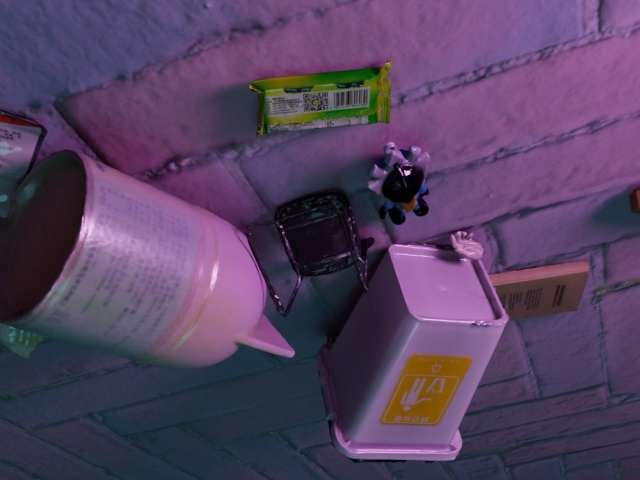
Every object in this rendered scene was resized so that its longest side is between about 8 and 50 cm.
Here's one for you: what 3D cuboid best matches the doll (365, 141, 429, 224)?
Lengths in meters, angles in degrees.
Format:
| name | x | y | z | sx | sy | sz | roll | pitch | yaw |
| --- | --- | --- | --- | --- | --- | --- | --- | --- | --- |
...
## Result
| name | x | y | z | sx | sy | sz | roll | pitch | yaw |
| --- | --- | --- | --- | --- | --- | --- | --- | --- | --- |
| doll | 0.114 | -0.082 | 1.070 | 0.096 | 0.070 | 0.195 | -26 | 151 | 1 |

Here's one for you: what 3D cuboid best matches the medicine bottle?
| name | x | y | z | sx | sy | sz | roll | pitch | yaw |
| --- | --- | --- | --- | --- | --- | --- | --- | --- | --- |
| medicine bottle | -0.225 | 0.057 | 1.064 | 0.235 | 0.236 | 0.406 | -31 | 143 | 31 |

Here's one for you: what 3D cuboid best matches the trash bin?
| name | x | y | z | sx | sy | sz | roll | pitch | yaw |
| --- | --- | --- | --- | --- | --- | --- | --- | --- | --- |
| trash bin | 0.153 | 0.185 | 1.332 | 0.255 | 0.296 | 0.368 | 6 | 130 | -15 |

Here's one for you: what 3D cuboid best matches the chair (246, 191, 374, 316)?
| name | x | y | z | sx | sy | sz | roll | pitch | yaw |
| --- | --- | --- | --- | --- | --- | --- | --- | --- | --- |
| chair | 0.000 | 0.000 | 1.145 | 0.140 | 0.221 | 0.145 | -17 | 102 | 15 |

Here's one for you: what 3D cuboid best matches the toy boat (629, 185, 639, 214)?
| name | x | y | z | sx | sy | sz | roll | pitch | yaw |
| --- | --- | --- | --- | --- | --- | --- | --- | --- | --- |
| toy boat | 0.586 | -0.057 | 1.191 | 0.206 | 0.064 | 0.072 | 3 | 159 | -13 |

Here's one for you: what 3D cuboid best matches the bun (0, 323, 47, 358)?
| name | x | y | z | sx | sy | sz | roll | pitch | yaw |
| --- | --- | --- | --- | --- | --- | --- | --- | --- | --- |
| bun | -0.411 | 0.088 | 1.177 | 0.204 | 0.126 | 0.212 | -49 | 139 | 11 |

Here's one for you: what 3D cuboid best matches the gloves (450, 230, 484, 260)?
| name | x | y | z | sx | sy | sz | roll | pitch | yaw |
| --- | --- | --- | --- | --- | --- | --- | --- | --- | --- |
| gloves | 0.245 | 0.013 | 1.248 | 0.037 | 0.044 | 0.081 | -18 | 125 | 39 |

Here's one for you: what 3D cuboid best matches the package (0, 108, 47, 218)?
| name | x | y | z | sx | sy | sz | roll | pitch | yaw |
| --- | --- | --- | --- | --- | --- | --- | --- | --- | --- |
| package | -0.467 | -0.096 | 0.986 | 0.166 | 0.040 | 0.232 | 11 | 134 | -29 |

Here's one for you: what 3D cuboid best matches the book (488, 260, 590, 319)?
| name | x | y | z | sx | sy | sz | roll | pitch | yaw |
| --- | --- | --- | --- | --- | --- | --- | --- | --- | --- |
| book | 0.379 | 0.103 | 1.417 | 0.230 | 0.026 | 0.161 | -8 | 146 | 3 |

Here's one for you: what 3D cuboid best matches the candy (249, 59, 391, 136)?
| name | x | y | z | sx | sy | sz | roll | pitch | yaw |
| --- | --- | --- | --- | --- | --- | --- | --- | --- | --- |
| candy | 0.002 | -0.175 | 0.949 | 0.178 | 0.032 | 0.102 | -7 | 149 | -2 |
